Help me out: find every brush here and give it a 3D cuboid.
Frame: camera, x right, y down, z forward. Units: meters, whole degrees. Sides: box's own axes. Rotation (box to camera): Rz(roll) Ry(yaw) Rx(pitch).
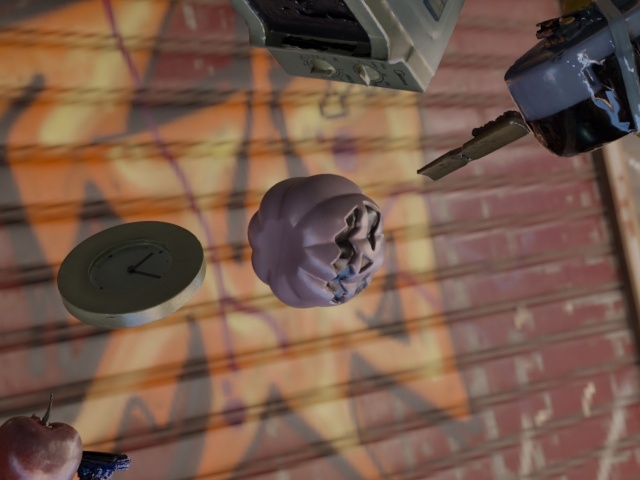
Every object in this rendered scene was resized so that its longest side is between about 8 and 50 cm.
[{"bbox_3d":[0.227,-0.140,2.121,0.043,0.036,0.248,29,152,-19],"label":"brush"}]

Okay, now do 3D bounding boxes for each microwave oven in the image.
[{"bbox_3d":[0.003,-0.364,1.524,0.218,0.286,0.355,10,159,33],"label":"microwave oven"}]

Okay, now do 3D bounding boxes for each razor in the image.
[{"bbox_3d":[-0.346,0.336,1.603,0.093,0.056,0.324,-4,-160,40],"label":"razor"}]

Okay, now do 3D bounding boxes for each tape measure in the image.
[{"bbox_3d":[0.233,-0.144,1.102,0.181,0.107,0.182,-34,-171,-14],"label":"tape measure"}]

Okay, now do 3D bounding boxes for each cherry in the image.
[{"bbox_3d":[-0.325,0.255,1.648,0.106,0.126,0.087,-14,-162,-31],"label":"cherry"}]

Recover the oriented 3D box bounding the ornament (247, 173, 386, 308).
[{"bbox_3d":[0.000,0.000,1.835,0.178,0.177,0.177,-11,177,-1],"label":"ornament"}]

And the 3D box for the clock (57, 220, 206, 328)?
[{"bbox_3d":[-0.293,0.050,2.221,0.235,0.029,0.235,-6,-143,4],"label":"clock"}]

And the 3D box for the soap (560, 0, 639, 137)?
[{"bbox_3d":[0.355,-0.287,1.506,0.143,0.259,0.281,13,155,-3],"label":"soap"}]
